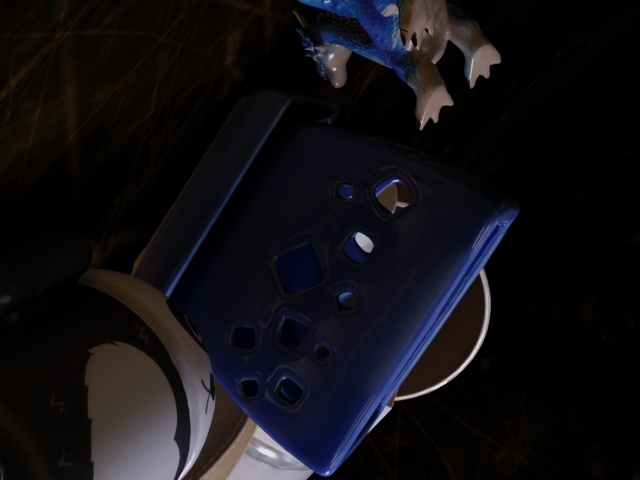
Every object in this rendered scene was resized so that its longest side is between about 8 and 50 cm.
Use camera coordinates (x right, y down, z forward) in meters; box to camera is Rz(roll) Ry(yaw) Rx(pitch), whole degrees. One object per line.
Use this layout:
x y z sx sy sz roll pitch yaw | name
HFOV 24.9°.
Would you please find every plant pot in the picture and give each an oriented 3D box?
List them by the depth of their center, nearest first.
0.000 0.012 1.117 0.236 0.212 0.236 -57 171 9 | plant pot
0.081 0.015 1.764 0.256 0.256 0.274 -49 -170 23 | plant pot

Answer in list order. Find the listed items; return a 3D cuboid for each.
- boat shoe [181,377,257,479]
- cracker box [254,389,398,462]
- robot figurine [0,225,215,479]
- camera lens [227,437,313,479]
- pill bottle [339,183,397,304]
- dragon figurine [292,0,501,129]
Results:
-0.177 0.215 1.229 0.341 0.121 0.110 -42 173 -19 | boat shoe
-0.050 0.137 1.526 0.156 0.232 0.067 -52 -170 44 | cracker box
-0.179 0.123 0.903 0.209 0.173 0.278 -50 172 31 | robot figurine
-0.120 0.267 1.938 0.274 0.219 0.219 -50 172 30 | camera lens
0.000 0.000 1.500 0.124 0.124 0.221 -42 173 -31 | pill bottle
0.034 -0.166 0.888 0.085 0.144 0.289 -43 154 -14 | dragon figurine
